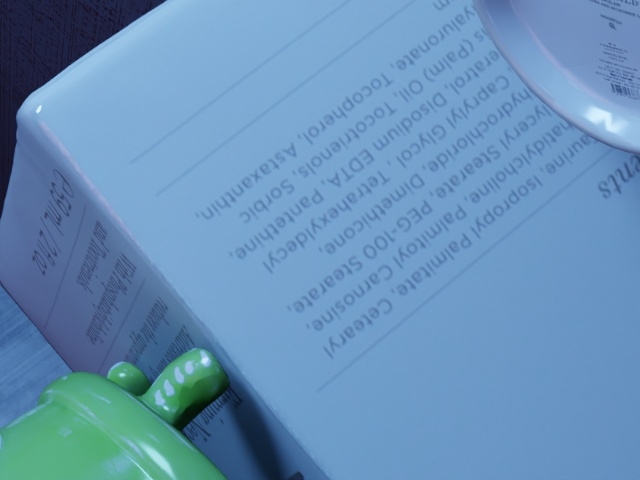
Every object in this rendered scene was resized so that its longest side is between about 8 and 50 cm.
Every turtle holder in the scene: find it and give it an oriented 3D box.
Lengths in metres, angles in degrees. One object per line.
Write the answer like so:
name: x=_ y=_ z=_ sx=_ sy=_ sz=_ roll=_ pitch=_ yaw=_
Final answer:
turtle holder: x=-0.125 y=0.197 z=0.982 sx=0.320 sy=0.227 sz=0.243 roll=13 pitch=137 yaw=61

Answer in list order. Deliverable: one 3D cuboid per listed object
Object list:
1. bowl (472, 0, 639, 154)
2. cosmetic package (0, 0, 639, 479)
bowl: x=0.155 y=-0.130 z=0.822 sx=0.298 sy=0.134 sz=0.298 roll=36 pitch=152 yaw=23
cosmetic package: x=0.064 y=0.031 z=1.102 sx=0.394 sy=0.327 sz=0.329 roll=51 pitch=161 yaw=5
